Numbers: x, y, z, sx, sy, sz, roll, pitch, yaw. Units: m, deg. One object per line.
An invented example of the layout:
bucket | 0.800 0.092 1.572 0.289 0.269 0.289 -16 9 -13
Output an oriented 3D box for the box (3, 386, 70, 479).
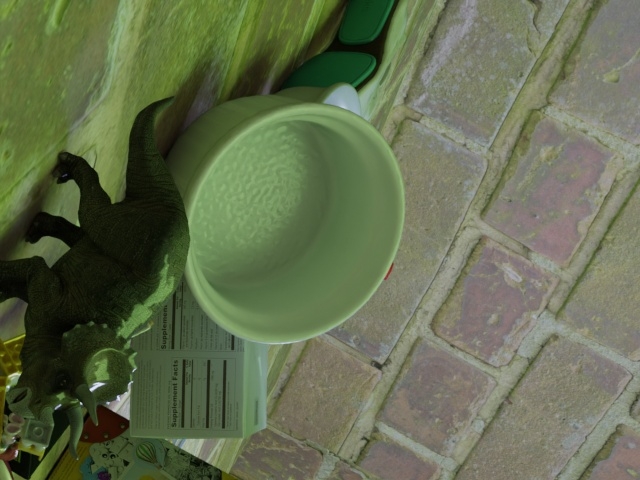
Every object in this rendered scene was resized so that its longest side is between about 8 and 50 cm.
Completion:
box | -0.273 0.137 1.321 0.191 0.045 0.184 -57 170 -41

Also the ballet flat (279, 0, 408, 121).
ballet flat | 0.051 -0.252 1.879 0.139 0.139 0.400 111 6 -47

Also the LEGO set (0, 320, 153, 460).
LEGO set | -0.268 0.154 1.110 0.107 0.132 0.287 -56 -172 50

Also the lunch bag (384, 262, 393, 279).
lunch bag | 0.000 0.000 2.045 0.120 0.258 0.293 -62 174 -9

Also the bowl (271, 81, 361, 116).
bowl | -0.060 -0.082 1.630 0.298 0.134 0.298 19 90 -74

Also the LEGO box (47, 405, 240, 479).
LEGO box | -0.260 0.530 1.598 0.500 0.372 0.193 -61 174 -24

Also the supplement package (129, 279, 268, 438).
supplement package | -0.153 0.154 1.617 0.262 0.145 0.204 56 35 -83

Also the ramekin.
ramekin | -0.054 -0.033 1.392 0.135 0.277 0.277 32 -84 55

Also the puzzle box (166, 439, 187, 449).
puzzle box | -0.265 0.325 2.220 0.409 0.052 0.272 -60 173 -22

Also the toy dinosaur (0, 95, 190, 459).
toy dinosaur | -0.183 0.025 1.033 0.313 0.160 0.121 -59 173 -27

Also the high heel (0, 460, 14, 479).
high heel | -0.357 0.289 1.259 0.117 0.082 0.244 -118 -147 -58
